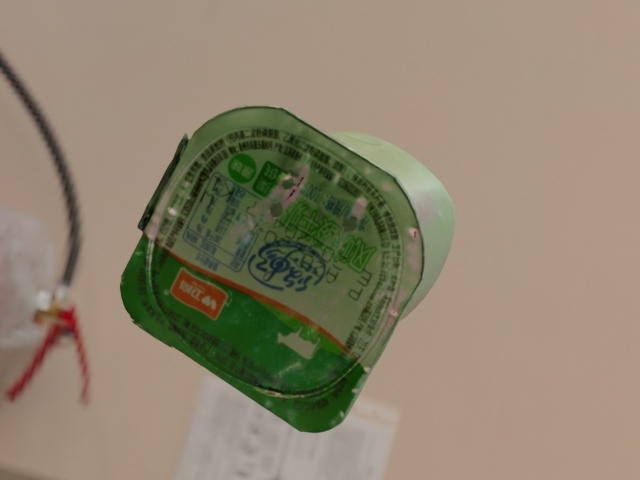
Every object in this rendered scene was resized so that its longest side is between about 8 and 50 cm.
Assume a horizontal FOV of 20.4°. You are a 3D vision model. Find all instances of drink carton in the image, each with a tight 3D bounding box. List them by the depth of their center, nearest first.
[{"bbox_3d":[0.000,0.000,0.964,0.144,0.146,0.142,-62,165,18],"label":"drink carton"}]
